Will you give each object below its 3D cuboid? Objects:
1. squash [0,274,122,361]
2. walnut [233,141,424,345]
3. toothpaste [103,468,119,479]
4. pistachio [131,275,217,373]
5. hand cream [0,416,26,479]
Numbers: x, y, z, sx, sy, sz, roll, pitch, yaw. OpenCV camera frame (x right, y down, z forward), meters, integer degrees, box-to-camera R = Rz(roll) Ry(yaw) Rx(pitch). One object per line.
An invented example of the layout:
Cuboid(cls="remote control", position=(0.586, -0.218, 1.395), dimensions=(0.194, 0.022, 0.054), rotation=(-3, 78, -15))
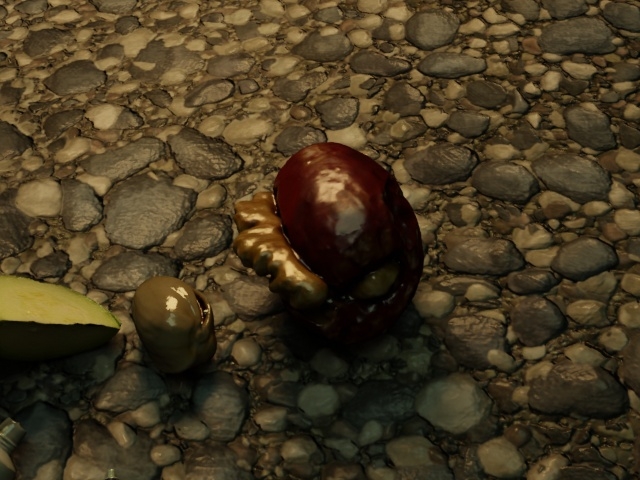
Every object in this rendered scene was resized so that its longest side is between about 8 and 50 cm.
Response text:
Cuboid(cls="squash", position=(-0.388, 0.111, 1.090), dimensions=(0.192, 0.085, 0.184), rotation=(12, 10, -42))
Cuboid(cls="walnut", position=(0.000, 0.000, 1.088), dimensions=(0.244, 0.221, 0.269), rotation=(-13, 36, -18))
Cuboid(cls="toothpaste", position=(-0.248, 0.311, 0.963), dimensions=(0.027, 0.019, 0.083), rotation=(3, 53, -17))
Cuboid(cls="pistachio", position=(-0.196, 0.108, 1.079), dimensions=(0.113, 0.113, 0.149), rotation=(-29, 38, -19))
Cuboid(cls="hand cream", position=(-0.469, 0.343, 0.929), dimensions=(0.124, 0.077, 0.340), rotation=(30, 66, 24))
